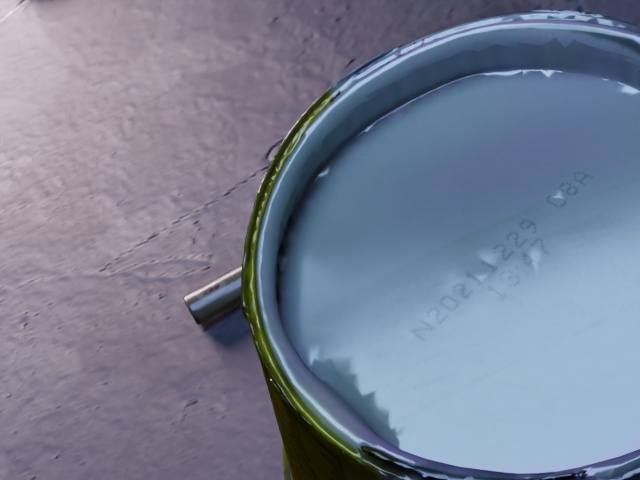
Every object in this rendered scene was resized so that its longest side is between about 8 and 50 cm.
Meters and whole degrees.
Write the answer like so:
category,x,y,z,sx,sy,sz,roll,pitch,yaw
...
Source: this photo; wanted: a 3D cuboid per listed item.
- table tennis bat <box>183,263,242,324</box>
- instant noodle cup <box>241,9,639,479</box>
category,x,y,z,sx,sy,sz,roll,pitch,yaw
table tennis bat,0.000,0.000,1.009,0.156,0.013,0.087,-29,49,-1
instant noodle cup,0.091,0.044,0.770,0.264,0.200,0.264,-6,58,10
